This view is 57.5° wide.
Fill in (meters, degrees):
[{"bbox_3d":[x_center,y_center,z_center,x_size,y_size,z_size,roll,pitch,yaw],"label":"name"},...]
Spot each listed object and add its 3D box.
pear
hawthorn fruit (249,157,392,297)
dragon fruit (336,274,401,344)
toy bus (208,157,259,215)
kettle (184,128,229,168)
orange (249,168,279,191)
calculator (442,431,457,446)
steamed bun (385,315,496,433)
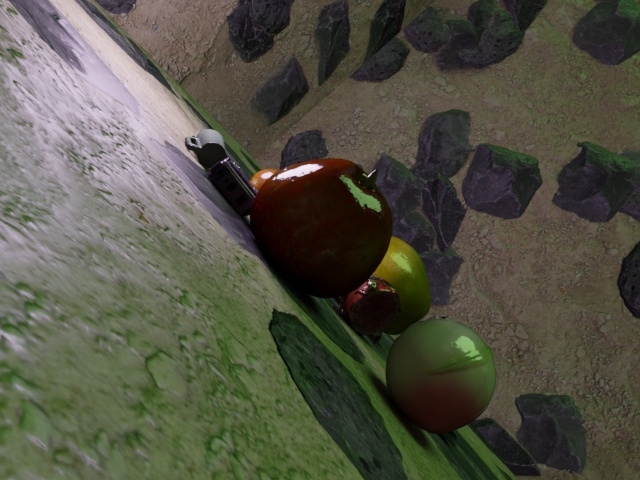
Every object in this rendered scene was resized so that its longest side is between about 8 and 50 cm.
[{"bbox_3d":[0.252,0.169,2.323,0.418,0.362,0.362,53,3,-2],"label":"pear"},{"bbox_3d":[0.019,-0.061,1.624,0.403,0.403,0.403,49,3,-4],"label":"hawthorn fruit"},{"bbox_3d":[0.162,0.222,2.036,0.147,0.211,0.282,-118,-166,-49],"label":"dragon fruit"},{"bbox_3d":[-0.256,-0.163,1.752,0.178,0.087,0.098,51,10,5],"label":"toy bus"},{"bbox_3d":[-0.364,-0.304,1.890,0.126,0.098,0.148,54,4,-28],"label":"kettle"},{"bbox_3d":[-0.152,-0.127,1.979,0.240,0.171,0.240,53,1,-1],"label":"orange"},{"bbox_3d":[0.349,0.559,1.935,0.268,0.040,0.177,44,1,-2],"label":"calculator"},{"bbox_3d":[0.316,0.381,1.540,0.309,0.309,0.309,49,3,-4],"label":"steamed bun"}]
